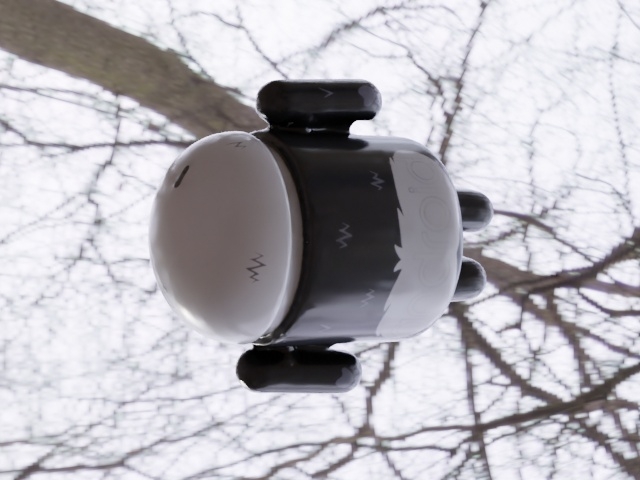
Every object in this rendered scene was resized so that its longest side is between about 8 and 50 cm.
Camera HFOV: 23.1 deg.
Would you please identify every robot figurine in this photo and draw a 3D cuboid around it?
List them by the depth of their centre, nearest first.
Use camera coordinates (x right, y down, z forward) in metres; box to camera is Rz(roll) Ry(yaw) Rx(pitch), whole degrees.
[{"bbox_3d":[-0.001,-0.002,1.246,0.173,0.278,0.209,-48,-130,48],"label":"robot figurine"}]
